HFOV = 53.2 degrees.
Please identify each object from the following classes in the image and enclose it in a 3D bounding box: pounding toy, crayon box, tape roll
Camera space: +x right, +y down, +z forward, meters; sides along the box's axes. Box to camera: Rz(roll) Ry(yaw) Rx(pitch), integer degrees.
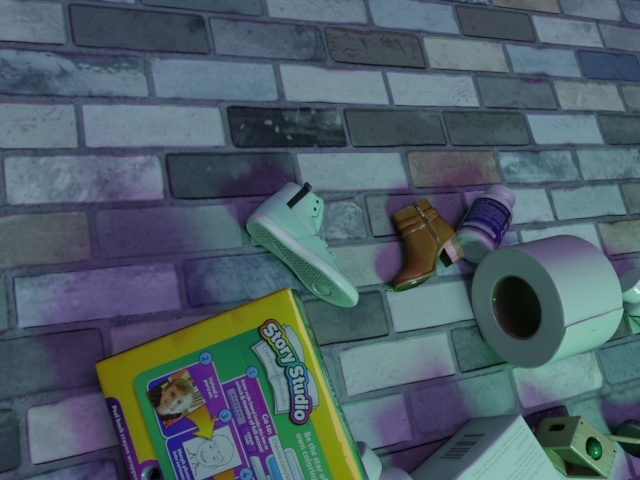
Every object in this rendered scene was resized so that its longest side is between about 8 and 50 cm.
[{"bbox_3d":[0.532,0.410,1.287,0.130,0.141,0.100,40,60,-9],"label":"pounding toy"},{"bbox_3d":[-0.119,0.293,0.947,0.312,0.106,0.363,-21,82,1],"label":"crayon box"},{"bbox_3d":[0.449,0.120,1.288,0.169,0.246,0.246,-10,77,-29],"label":"tape roll"}]

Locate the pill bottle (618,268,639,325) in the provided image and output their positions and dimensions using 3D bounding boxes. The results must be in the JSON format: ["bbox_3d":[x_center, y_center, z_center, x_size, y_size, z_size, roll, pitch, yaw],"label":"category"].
[{"bbox_3d":[0.790,0.155,1.522,0.180,0.108,0.108,43,60,-8],"label":"pill bottle"}]

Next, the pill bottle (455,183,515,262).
[{"bbox_3d":[0.359,-0.041,1.385,0.094,0.094,0.169,41,60,-8],"label":"pill bottle"}]

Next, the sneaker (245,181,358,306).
[{"bbox_3d":[0.000,0.000,1.195,0.256,0.094,0.151,43,57,-8],"label":"sneaker"}]

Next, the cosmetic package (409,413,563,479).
[{"bbox_3d":[0.356,0.535,1.152,0.217,0.156,0.385,-29,88,-31],"label":"cosmetic package"}]

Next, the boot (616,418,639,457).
[{"bbox_3d":[0.779,0.390,1.460,0.262,0.091,0.229,31,56,-18],"label":"boot"}]

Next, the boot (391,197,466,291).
[{"bbox_3d":[0.188,0.009,1.306,0.197,0.073,0.152,-27,79,-30],"label":"boot"}]

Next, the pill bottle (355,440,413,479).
[{"bbox_3d":[0.121,0.483,1.042,0.169,0.169,0.302,-41,94,-31],"label":"pill bottle"}]
